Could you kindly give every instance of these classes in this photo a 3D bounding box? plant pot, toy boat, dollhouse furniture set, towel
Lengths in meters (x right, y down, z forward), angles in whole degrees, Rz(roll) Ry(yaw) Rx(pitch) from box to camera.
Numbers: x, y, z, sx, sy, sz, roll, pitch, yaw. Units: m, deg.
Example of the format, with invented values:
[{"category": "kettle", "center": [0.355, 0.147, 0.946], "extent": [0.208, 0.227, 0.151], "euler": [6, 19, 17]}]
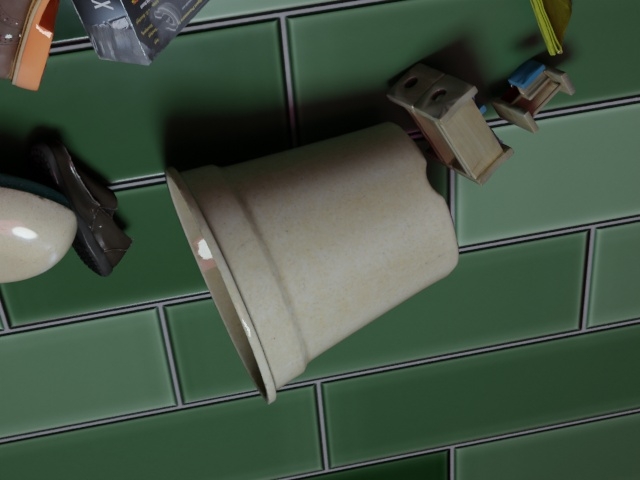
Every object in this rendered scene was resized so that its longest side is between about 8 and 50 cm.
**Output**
[{"category": "plant pot", "center": [0.000, 0.000, 1.648], "extent": [0.305, 0.334, 0.334], "euler": [-24, 131, -10]}, {"category": "toy boat", "center": [-0.447, -0.062, 1.543], "extent": [0.267, 0.148, 0.318], "euler": [-4, 151, 14]}, {"category": "dollhouse furniture set", "center": [0.211, -0.196, 1.658], "extent": [0.184, 0.129, 0.129], "euler": [-45, 128, -8]}, {"category": "towel", "center": [0.273, -0.351, 1.549], "extent": [0.021, 0.102, 0.237], "euler": [1, 138, 31]}]

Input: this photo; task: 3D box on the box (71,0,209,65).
[{"category": "box", "center": [-0.161, -0.372, 1.305], "extent": [0.076, 0.307, 0.242], "euler": [12, 141, 32]}]

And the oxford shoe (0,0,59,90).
[{"category": "oxford shoe", "center": [-0.346, -0.332, 1.391], "extent": [0.133, 0.130, 0.363], "euler": [11, 125, -14]}]

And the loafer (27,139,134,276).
[{"category": "loafer", "center": [-0.316, -0.054, 1.664], "extent": [0.078, 0.080, 0.220], "euler": [-41, 133, -23]}]
